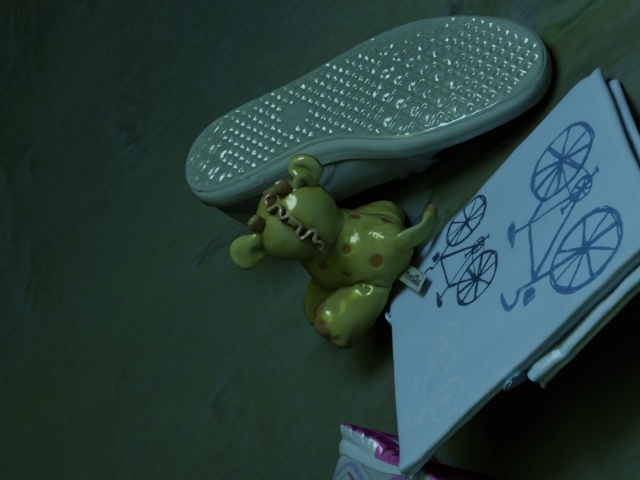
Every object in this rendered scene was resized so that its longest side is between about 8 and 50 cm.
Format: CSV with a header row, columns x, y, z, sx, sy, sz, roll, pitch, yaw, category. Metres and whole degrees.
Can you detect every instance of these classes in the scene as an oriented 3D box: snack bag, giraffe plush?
x,y,z,sx,sy,sz,roll,pitch,yaw,category
0.177,0.031,1.255,0.342,0.037,0.323,-48,21,24,snack bag
0.000,0.000,1.417,0.181,0.170,0.210,-65,17,-14,giraffe plush

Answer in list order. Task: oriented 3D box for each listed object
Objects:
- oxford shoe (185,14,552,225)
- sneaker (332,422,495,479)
x,y,z,sx,sy,sz,roll,pitch,yaw,category
0.057,-0.123,1.507,0.449,0.130,0.169,-20,49,28,oxford shoe
0.092,0.258,1.273,0.252,0.103,0.111,18,90,61,sneaker
